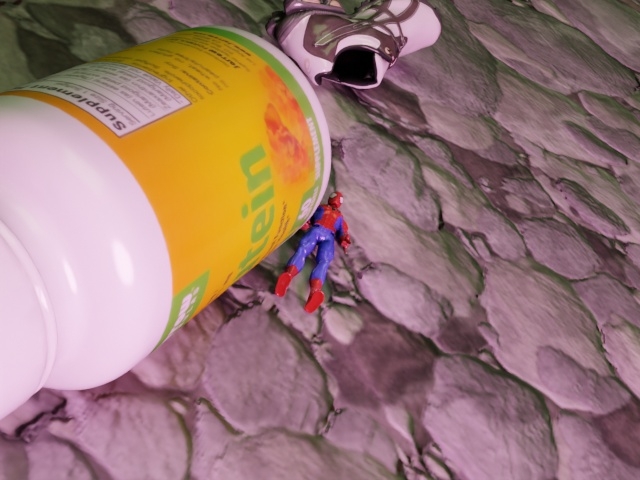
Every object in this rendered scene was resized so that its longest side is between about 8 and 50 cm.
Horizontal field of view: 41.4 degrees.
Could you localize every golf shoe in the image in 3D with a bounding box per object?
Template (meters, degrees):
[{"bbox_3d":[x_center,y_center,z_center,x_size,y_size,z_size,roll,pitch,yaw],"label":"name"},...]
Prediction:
[{"bbox_3d":[0.045,-0.175,0.779,0.198,0.077,0.094,-11,66,-36],"label":"golf shoe"}]

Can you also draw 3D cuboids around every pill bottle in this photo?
[{"bbox_3d":[-0.105,-0.014,0.411,0.136,0.136,0.245,39,36,7],"label":"pill bottle"}]

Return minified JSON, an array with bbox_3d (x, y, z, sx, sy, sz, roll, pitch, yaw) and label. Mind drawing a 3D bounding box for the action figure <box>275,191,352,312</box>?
[{"bbox_3d":[0.000,0.000,0.571,0.038,0.030,0.115,25,34,-4],"label":"action figure"}]
